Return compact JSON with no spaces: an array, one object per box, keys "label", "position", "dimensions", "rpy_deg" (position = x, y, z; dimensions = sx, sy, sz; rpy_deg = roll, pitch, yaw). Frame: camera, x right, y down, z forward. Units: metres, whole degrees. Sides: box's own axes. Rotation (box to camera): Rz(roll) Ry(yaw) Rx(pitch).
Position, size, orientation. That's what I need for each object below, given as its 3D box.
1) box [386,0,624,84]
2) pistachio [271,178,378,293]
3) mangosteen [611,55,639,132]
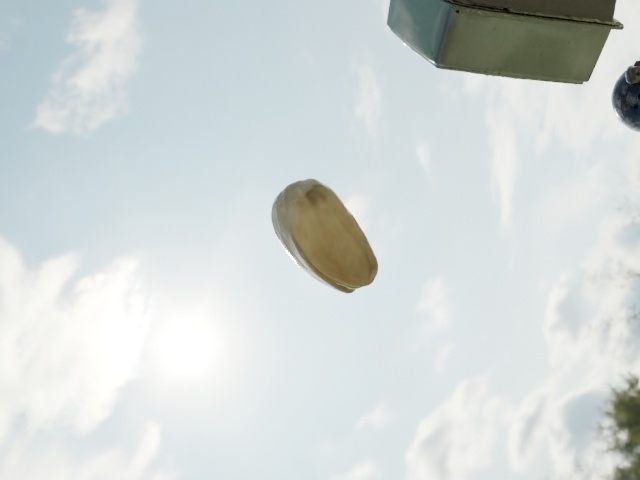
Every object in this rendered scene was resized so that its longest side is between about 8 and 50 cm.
[{"label":"box","position":[0.247,-0.325,1.303],"dimensions":[0.291,0.220,0.166],"rpy_deg":[1,-60,-23]},{"label":"pistachio","position":[0.000,0.000,1.463],"dimensions":[0.200,0.117,0.145],"rpy_deg":[58,-143,-16]},{"label":"mangosteen","position":[0.577,-0.259,1.658],"dimensions":[0.152,0.152,0.152],"rpy_deg":[-36,-48,-53]}]
